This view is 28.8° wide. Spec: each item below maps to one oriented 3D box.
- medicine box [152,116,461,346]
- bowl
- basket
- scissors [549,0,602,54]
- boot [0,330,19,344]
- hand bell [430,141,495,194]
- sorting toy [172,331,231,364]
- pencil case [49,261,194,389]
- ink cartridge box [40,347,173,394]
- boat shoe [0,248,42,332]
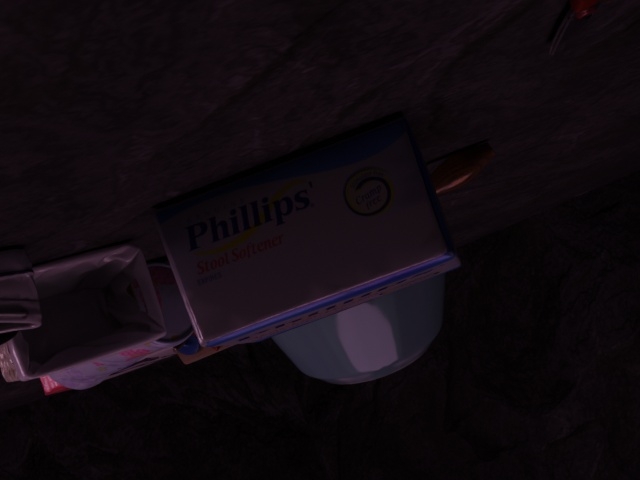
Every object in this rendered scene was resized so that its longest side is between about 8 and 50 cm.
[{"bbox_3d":[0.000,0.000,1.315,0.264,0.149,0.289,-21,175,6],"label":"medicine box"},{"bbox_3d":[0.053,0.097,1.802,0.312,0.163,0.311,-17,-163,5],"label":"bowl"},{"bbox_3d":[-0.270,0.081,1.341,0.167,0.113,0.103,-16,175,-30],"label":"basket"},{"bbox_3d":[0.197,-0.183,0.954,0.109,0.021,0.297,-21,176,-17],"label":"scissors"},{"bbox_3d":[-0.431,0.109,1.209,0.236,0.085,0.179,-13,174,-43],"label":"boot"},{"bbox_3d":[0.116,-0.053,1.591,0.242,0.126,0.126,-34,172,9],"label":"hand bell"},{"bbox_3d":[-0.175,0.102,1.698,0.275,0.132,0.046,-24,-167,35],"label":"sorting toy"},{"bbox_3d":[-0.268,0.116,1.643,0.124,0.113,0.273,2,161,-36],"label":"pencil case"},{"bbox_3d":[-0.292,0.144,1.882,0.237,0.100,0.172,-21,174,13],"label":"ink cartridge box"},{"bbox_3d":[-0.361,0.073,1.092,0.258,0.084,0.095,-16,173,-36],"label":"boat shoe"}]
